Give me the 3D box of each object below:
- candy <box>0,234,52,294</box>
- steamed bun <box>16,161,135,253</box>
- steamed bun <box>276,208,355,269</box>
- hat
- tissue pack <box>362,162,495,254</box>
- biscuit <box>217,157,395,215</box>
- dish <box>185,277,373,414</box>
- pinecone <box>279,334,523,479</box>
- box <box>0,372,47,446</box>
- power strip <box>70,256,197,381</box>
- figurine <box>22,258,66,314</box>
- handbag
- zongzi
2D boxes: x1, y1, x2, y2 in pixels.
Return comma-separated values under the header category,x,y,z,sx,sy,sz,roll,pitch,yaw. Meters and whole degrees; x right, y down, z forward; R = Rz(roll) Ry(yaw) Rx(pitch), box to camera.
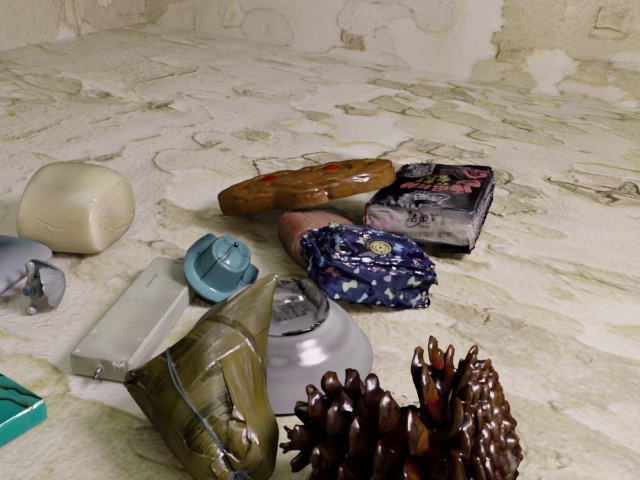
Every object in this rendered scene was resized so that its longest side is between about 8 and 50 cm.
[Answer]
category,x,y,z,sx,sy,sz,roll,pitch,yaw
candy,-0.605,0.046,1.373,0.138,0.071,0.174,10,28,15
steamed bun,-0.498,-0.077,1.534,0.200,0.154,0.250,5,30,5
steamed bun,0.000,0.000,1.490,0.175,0.106,0.145,4,18,-27
hat,-0.176,0.037,1.385,0.138,0.078,0.191,35,27,-5
tissue pack,0.248,-0.082,1.653,0.245,0.123,0.332,5,23,19
biscuit,-0.032,-0.125,1.613,0.394,0.070,0.350,-11,9,-2
dish,-0.070,0.143,1.191,0.317,0.106,0.316,2,26,-1
pinecone,0.093,0.235,0.889,0.292,0.246,0.246,-2,25,13
box,-0.515,0.255,1.000,0.161,0.042,0.226,20,32,29
power strip,-0.305,0.128,1.269,0.106,0.043,0.367,7,27,10
figurine,-0.494,0.077,1.303,0.082,0.094,0.086,-7,32,8
handbag,0.091,0.043,1.364,0.260,0.113,0.162,8,24,-19
zongzi,-0.096,0.185,0.994,0.274,0.125,0.251,-41,46,-15
